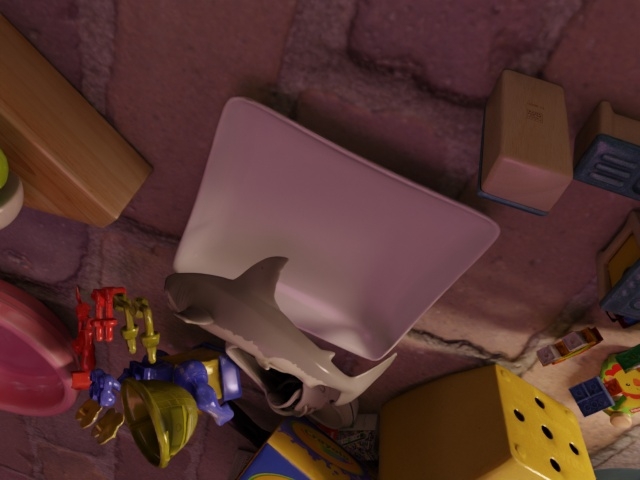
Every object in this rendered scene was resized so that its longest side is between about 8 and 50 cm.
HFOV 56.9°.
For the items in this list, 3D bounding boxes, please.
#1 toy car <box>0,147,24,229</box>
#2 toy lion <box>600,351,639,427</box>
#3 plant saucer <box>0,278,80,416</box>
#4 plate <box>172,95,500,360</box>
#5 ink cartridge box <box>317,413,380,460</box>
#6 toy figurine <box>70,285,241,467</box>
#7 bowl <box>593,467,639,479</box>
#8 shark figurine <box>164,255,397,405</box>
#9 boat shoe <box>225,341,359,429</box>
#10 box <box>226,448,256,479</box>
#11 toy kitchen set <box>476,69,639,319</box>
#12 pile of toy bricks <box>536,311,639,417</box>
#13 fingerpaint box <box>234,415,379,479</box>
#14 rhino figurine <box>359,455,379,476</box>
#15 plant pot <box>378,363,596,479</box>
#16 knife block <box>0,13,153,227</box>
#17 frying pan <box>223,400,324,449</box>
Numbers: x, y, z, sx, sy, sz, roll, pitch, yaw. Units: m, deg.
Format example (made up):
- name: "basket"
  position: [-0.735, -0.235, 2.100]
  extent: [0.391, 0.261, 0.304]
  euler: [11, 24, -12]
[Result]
- name: "toy car"
  position: [-0.364, -0.060, 0.501]
  extent: [0.182, 0.136, 0.159]
  euler: [7, 134, 12]
- name: "toy lion"
  position: [0.361, 0.169, 0.688]
  extent: [0.096, 0.034, 0.100]
  euler: [41, 133, -12]
- name: "plant saucer"
  position: [-0.527, 0.157, 0.936]
  extent: [0.333, 0.084, 0.332]
  euler: [10, 136, 9]
- name: "plate"
  position: [0.000, 0.000, 0.630]
  extent: [0.278, 0.045, 0.278]
  euler: [26, 136, -5]
- name: "ink cartridge box"
  position: [0.035, 0.299, 0.899]
  extent: [0.115, 0.062, 0.029]
  euler: [-9, 130, 26]
- name: "toy figurine"
  position: [-0.175, 0.152, 0.768]
  extent: [0.217, 0.191, 0.363]
  euler: [1, 176, -34]
- name: "bowl"
  position: [0.508, 0.430, 0.765]
  extent: [0.392, 0.077, 0.391]
  euler: [21, 146, 15]
- name: "shark figurine"
  position: [-0.043, 0.082, 0.630]
  extent: [0.278, 0.116, 0.166]
  euler: [29, 170, 2]
- name: "boat shoe"
  position: [-0.036, 0.193, 0.800]
  extent: [0.096, 0.088, 0.267]
  euler: [-12, 128, 28]
- name: "box"
  position: [-0.072, 0.526, 1.018]
  extent: [0.231, 0.261, 0.126]
  euler: [9, 136, 9]
- name: "toy kitchen set"
  position: [0.214, -0.013, 0.489]
  extent: [0.207, 0.122, 0.166]
  euler: [18, 136, 1]
- name: "pile of toy bricks"
  position: [0.343, 0.106, 0.595]
  extent: [0.212, 0.118, 0.105]
  euler: [-39, 152, 30]
- name: "fingerpaint box"
  position: [0.015, 0.518, 0.787]
  extent: [0.445, 0.163, 0.371]
  euler: [38, 97, 8]
- name: "rhino figurine"
  position: [0.164, 0.364, 0.897]
  extent: [0.244, 0.106, 0.073]
  euler: [21, 107, 0]
- name: "plant pot"
  position: [0.213, 0.283, 0.737]
  extent: [0.212, 0.212, 0.187]
  euler: [33, 121, -14]
- name: "knife block"
  position: [-0.311, -0.152, 0.554]
  extent: [0.276, 0.088, 0.242]
  euler: [16, 137, 4]
- name: "frying pan"
  position: [-0.070, 0.379, 0.960]
  extent: [0.327, 0.197, 0.053]
  euler: [21, 177, 2]
